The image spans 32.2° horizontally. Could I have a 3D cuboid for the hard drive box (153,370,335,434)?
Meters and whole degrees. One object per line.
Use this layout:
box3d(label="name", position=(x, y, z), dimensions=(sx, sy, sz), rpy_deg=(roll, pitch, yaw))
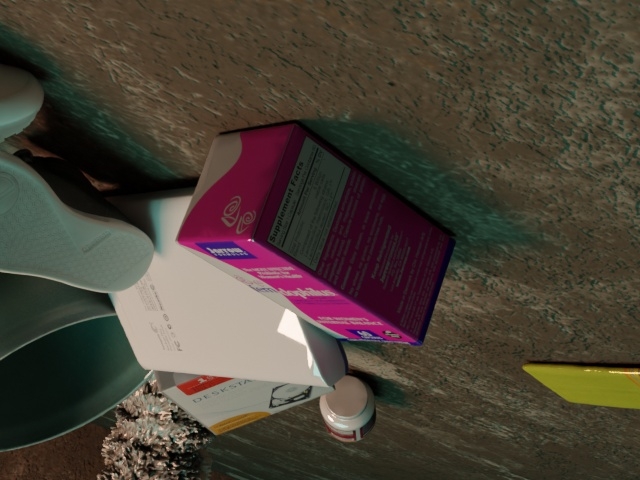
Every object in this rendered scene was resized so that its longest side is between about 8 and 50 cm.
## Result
box3d(label="hard drive box", position=(-0.097, 0.154, 1.413), dimensions=(0.181, 0.089, 0.232), rpy_deg=(-22, 154, 4))

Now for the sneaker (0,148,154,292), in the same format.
box3d(label="sneaker", position=(-0.304, -0.041, 1.072), dimensions=(0.147, 0.105, 0.295), rpy_deg=(36, -175, 37))

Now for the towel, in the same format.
box3d(label="towel", position=(0.351, 0.164, 1.263), dimensions=(0.102, 0.021, 0.237), rpy_deg=(37, 156, -30))

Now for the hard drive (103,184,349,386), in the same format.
box3d(label="hard drive", position=(-0.124, 0.046, 1.157), dimensions=(0.318, 0.040, 0.210), rpy_deg=(-3, 114, 48))

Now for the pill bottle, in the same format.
box3d(label="pill bottle", position=(0.043, 0.257, 1.709), dimensions=(0.086, 0.086, 0.152), rpy_deg=(15, 161, 9))

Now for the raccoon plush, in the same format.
box3d(label="raccoon plush", position=(-0.258, 0.243, 1.616), dimensions=(0.216, 0.299, 0.446), rpy_deg=(12, 160, 18))

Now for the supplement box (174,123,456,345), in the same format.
box3d(label="supplement box", position=(0.000, 0.000, 0.978), dimensions=(0.220, 0.114, 0.111), rpy_deg=(34, 157, -35))

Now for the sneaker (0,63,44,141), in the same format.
box3d(label="sneaker", position=(-0.348, -0.134, 0.916), dimensions=(0.235, 0.090, 0.095), rpy_deg=(-3, 126, -22))

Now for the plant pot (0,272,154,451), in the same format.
box3d(label="plant pot", position=(-0.362, 0.103, 1.390), dimensions=(0.196, 0.293, 0.293), rpy_deg=(57, 176, 24))
